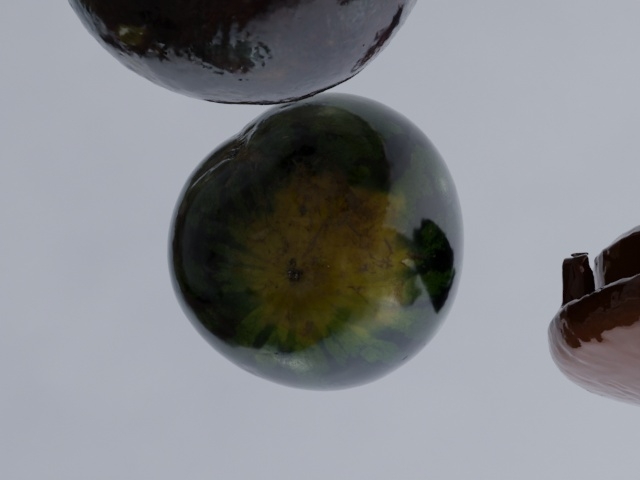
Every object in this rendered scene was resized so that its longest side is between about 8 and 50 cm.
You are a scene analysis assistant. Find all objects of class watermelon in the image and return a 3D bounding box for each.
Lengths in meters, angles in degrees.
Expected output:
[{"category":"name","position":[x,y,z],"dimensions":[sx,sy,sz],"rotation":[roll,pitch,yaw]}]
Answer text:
[{"category":"watermelon","position":[0.001,0.002,1.557],"dimensions":[0.269,0.269,0.269],"rotation":[-32,-135,39]}]

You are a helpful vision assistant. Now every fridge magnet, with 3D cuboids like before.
[{"category":"fridge magnet","position":[0.380,0.066,1.553],"dimensions":[0.363,0.363,0.155],"rotation":[-22,-118,46]}]

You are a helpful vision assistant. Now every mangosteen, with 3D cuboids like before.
[{"category":"mangosteen","position":[-0.040,-0.206,0.985],"dimensions":[0.289,0.231,0.231],"rotation":[107,-8,-67]}]
